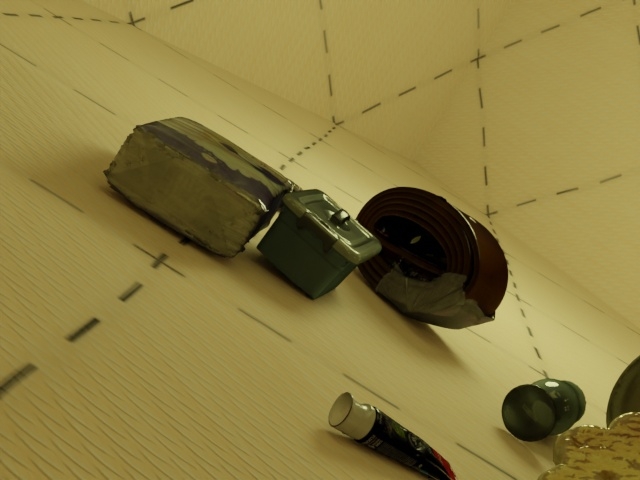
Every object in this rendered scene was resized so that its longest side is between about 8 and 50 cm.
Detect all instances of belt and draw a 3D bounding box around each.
[{"bbox_3d":[0.197,0.031,1.996,0.122,0.217,0.339,29,6,-43],"label":"belt"}]

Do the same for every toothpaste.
[{"bbox_3d":[0.095,0.241,1.283,0.193,0.045,0.071,33,10,-23],"label":"toothpaste"}]

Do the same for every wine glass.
[{"bbox_3d":[0.362,0.267,1.723,0.093,0.093,0.202,37,15,24],"label":"wine glass"}]

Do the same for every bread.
[{"bbox_3d":[0.415,0.340,1.330,0.316,0.054,0.316,6,39,-5],"label":"bread"}]

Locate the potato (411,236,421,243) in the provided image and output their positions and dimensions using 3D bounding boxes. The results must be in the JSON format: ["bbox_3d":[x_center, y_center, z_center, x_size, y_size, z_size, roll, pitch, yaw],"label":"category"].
[{"bbox_3d":[0.192,0.006,2.241,0.178,0.160,0.235,-5,24,10],"label":"potato"}]

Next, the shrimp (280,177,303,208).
[{"bbox_3d":[-0.090,-0.098,2.168,0.190,0.075,0.073,27,43,-55],"label":"shrimp"}]

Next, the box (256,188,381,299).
[{"bbox_3d":[0.000,0.000,1.784,0.162,0.130,0.227,42,14,7],"label":"box"}]

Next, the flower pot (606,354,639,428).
[{"bbox_3d":[0.562,0.285,1.590,0.244,0.307,0.307,37,5,-43],"label":"flower pot"}]

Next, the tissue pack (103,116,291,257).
[{"bbox_3d":[-0.185,-0.097,1.759,0.242,0.125,0.343,31,11,0],"label":"tissue pack"}]
